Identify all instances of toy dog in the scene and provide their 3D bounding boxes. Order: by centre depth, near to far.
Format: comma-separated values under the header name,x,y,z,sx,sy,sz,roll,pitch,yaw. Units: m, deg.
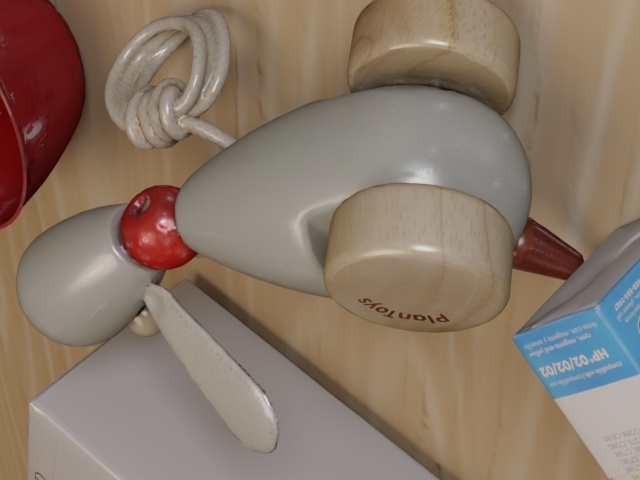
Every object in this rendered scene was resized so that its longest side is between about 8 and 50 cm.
name,x,y,z,sx,sy,sz,roll,pitch,yaw
toy dog,0.000,0.000,0.736,0.161,0.220,0.333,36,162,-35

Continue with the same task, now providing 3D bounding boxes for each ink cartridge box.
name,x,y,z,sx,sy,sz,roll,pitch,yaw
ink cartridge box,0.183,0.084,0.657,0.181,0.104,0.061,55,143,-5

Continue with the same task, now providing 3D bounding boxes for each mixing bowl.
name,x,y,z,sx,sy,sz,roll,pitch,yaw
mixing bowl,-0.218,-0.107,0.912,0.181,0.098,0.181,27,137,29

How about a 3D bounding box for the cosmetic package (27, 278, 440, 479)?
name,x,y,z,sx,sy,sz,roll,pitch,yaw
cosmetic package,-0.016,0.221,0.932,0.365,0.155,0.197,35,142,18
